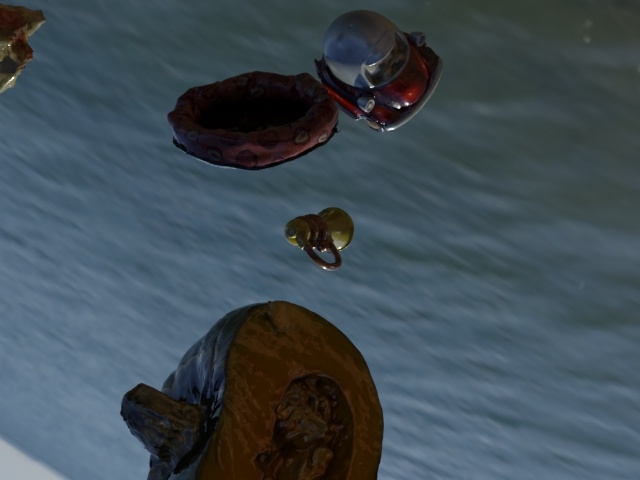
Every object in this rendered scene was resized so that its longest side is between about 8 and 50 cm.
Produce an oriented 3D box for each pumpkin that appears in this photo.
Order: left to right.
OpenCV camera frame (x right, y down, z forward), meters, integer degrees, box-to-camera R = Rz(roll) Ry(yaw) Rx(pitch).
[{"bbox_3d":[-0.072,0.194,1.023,0.222,0.317,0.139,35,139,-22],"label":"pumpkin"}]

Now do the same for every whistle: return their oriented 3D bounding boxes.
[{"bbox_3d":[-0.004,0.001,1.158,0.046,0.057,0.109,-9,-176,21],"label":"whistle"}]

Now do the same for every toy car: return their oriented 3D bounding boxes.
[{"bbox_3d":[0.047,-0.197,1.280,0.139,0.112,0.112,31,169,35],"label":"toy car"}]

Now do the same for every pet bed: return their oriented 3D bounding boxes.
[{"bbox_3d":[-0.074,-0.140,1.378,0.201,0.201,0.053,22,132,35],"label":"pet bed"}]

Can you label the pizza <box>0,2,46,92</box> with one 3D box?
[{"bbox_3d":[-0.364,-0.101,0.921,0.288,0.251,0.074,7,-165,-29],"label":"pizza"}]
